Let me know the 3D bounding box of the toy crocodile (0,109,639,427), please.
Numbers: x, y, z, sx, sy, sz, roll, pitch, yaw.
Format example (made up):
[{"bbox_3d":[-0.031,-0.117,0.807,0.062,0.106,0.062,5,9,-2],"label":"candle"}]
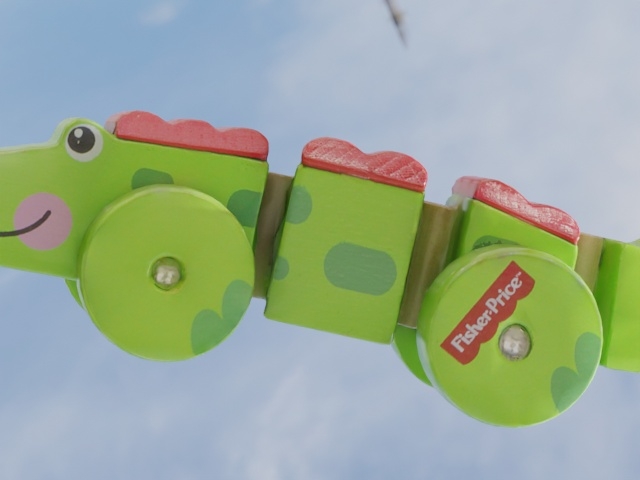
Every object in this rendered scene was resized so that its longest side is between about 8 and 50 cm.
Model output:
[{"bbox_3d":[0.000,0.000,0.762,0.340,0.105,0.115,11,-178,-7],"label":"toy crocodile"}]
